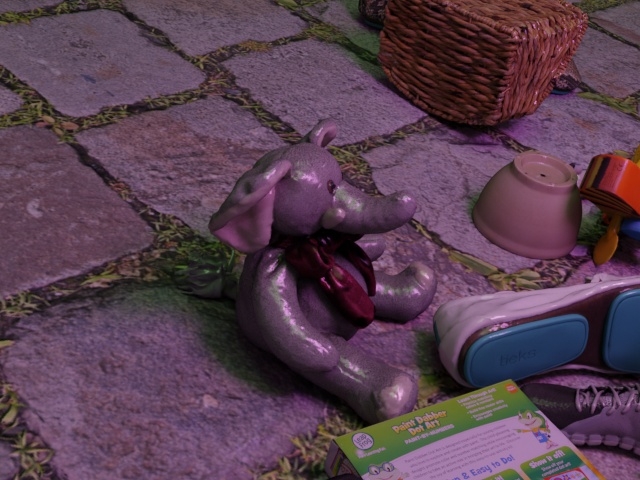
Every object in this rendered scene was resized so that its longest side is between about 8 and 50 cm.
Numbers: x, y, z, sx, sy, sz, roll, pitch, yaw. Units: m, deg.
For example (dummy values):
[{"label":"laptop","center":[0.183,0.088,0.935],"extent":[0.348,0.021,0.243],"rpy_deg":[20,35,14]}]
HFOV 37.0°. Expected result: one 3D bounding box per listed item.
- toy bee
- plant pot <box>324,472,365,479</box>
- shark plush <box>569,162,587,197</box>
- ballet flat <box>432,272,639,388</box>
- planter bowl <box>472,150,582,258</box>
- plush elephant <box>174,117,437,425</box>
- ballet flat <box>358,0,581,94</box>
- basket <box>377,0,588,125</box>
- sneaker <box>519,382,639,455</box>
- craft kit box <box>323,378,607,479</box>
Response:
[{"label":"toy bee","center":[0.461,-0.039,1.417],"extent":[0.195,0.298,0.162],"rpy_deg":[-49,31,-15]},{"label":"plant pot","center":[0.029,0.303,0.771],"extent":[0.187,0.188,0.167],"rpy_deg":[24,23,15]},{"label":"shark plush","center":[0.422,-0.103,1.556],"extent":[0.161,0.073,0.067],"rpy_deg":[-20,17,-32]},{"label":"ballet flat","center":[0.321,0.096,1.193],"extent":[0.400,0.139,0.139],"rpy_deg":[-4,39,-19]},{"label":"planter bowl","center":[0.318,-0.063,1.416],"extent":[0.162,0.109,0.162],"rpy_deg":[9,36,-7]},{"label":"plush elephant","center":[0.000,0.000,1.097],"extent":[0.330,0.255,0.272],"rpy_deg":[20,36,9]},{"label":"ballet flat","center":[0.302,-0.447,1.878],"extent":[0.483,0.182,0.164],"rpy_deg":[25,36,15]},{"label":"basket","center":[0.280,-0.338,1.688],"extent":[0.223,0.213,0.299],"rpy_deg":[-23,44,-38]},{"label":"sneaker","center":[0.345,0.172,1.079],"extent":[0.229,0.132,0.086],"rpy_deg":[14,35,1]},{"label":"craft kit box","center":[0.171,0.267,0.962],"extent":[0.250,0.061,0.246],"rpy_deg":[-11,44,-31]}]
